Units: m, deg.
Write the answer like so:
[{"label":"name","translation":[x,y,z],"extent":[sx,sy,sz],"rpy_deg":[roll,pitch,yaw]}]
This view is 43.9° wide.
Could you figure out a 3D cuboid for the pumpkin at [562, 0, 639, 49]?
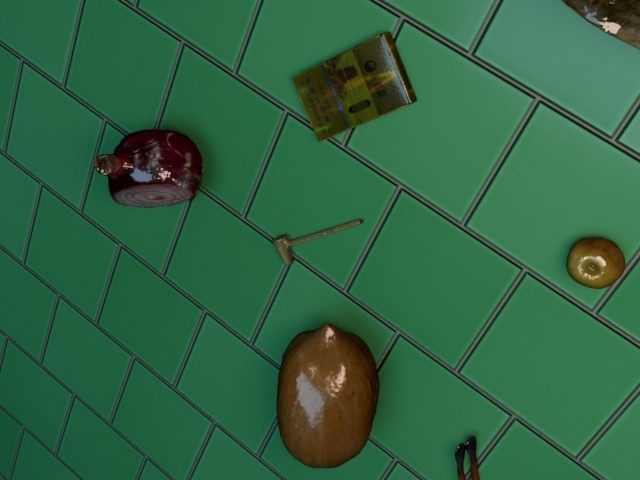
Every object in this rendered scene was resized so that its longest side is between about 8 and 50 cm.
[{"label":"pumpkin","translation":[0.376,-0.359,0.997],"extent":[0.312,0.169,0.148],"rpy_deg":[39,127,13]}]

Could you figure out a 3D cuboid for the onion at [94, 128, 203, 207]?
[{"label":"onion","translation":[-0.337,-0.144,1.497],"extent":[0.195,0.218,0.140],"rpy_deg":[-2,81,38]}]

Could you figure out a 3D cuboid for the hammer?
[{"label":"hammer","translation":[0.000,0.000,1.463],"extent":[0.195,0.028,0.060],"rpy_deg":[-17,105,34]}]

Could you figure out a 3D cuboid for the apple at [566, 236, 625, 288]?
[{"label":"apple","translation":[0.413,0.035,1.194],"extent":[0.084,0.071,0.084],"rpy_deg":[12,115,27]}]

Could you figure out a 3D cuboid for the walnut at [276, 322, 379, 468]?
[{"label":"walnut","translation":[0.015,0.281,1.460],"extent":[0.203,0.203,0.298],"rpy_deg":[19,120,24]}]

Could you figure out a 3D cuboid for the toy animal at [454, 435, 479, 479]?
[{"label":"toy animal","translation":[0.325,0.550,1.425],"extent":[0.284,0.225,0.302],"rpy_deg":[40,138,35]}]

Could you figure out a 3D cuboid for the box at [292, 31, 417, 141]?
[{"label":"box","translation":[0.055,-0.253,1.325],"extent":[0.193,0.030,0.121],"rpy_deg":[-18,99,36]}]
